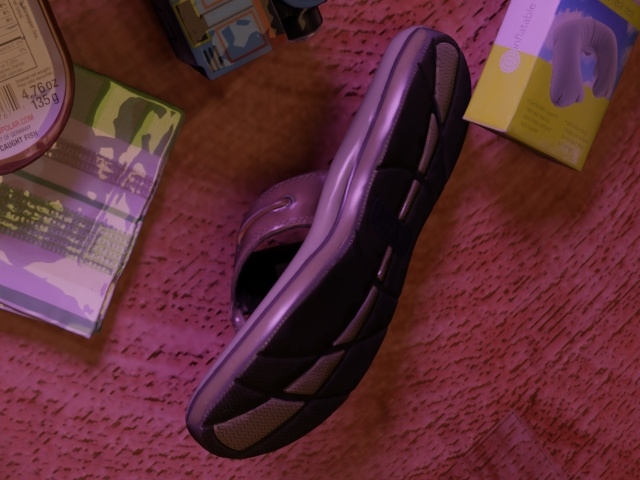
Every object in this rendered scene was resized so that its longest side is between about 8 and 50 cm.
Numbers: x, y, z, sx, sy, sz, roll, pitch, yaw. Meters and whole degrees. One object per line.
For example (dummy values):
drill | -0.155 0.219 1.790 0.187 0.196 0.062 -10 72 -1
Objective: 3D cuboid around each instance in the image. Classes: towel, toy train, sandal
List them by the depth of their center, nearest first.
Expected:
toy train | -0.062 -0.185 0.791 0.105 0.080 0.184 -29 115 -11
towel | -0.152 -0.026 0.819 0.113 0.023 0.152 22 93 -31
sandal | 0.001 0.000 0.872 0.303 0.086 0.120 -62 149 -19

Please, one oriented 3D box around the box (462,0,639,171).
box | 0.167 -0.144 0.920 0.109 0.042 0.178 18 96 -50

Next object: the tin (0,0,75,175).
tin | -0.199 -0.124 0.751 0.106 0.040 0.190 -28 109 -20
